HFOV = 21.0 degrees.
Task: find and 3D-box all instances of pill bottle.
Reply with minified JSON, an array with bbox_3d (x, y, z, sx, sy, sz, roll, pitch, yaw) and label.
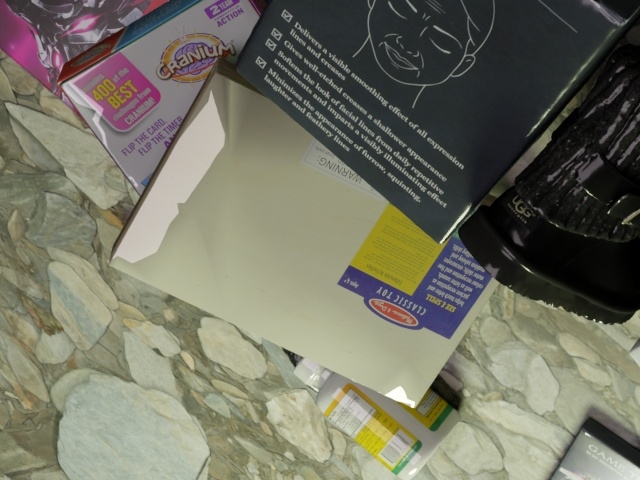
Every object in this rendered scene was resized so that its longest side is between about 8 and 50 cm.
[{"bbox_3d":[0.069,0.206,2.260,0.208,0.117,0.117,39,143,5],"label":"pill bottle"}]

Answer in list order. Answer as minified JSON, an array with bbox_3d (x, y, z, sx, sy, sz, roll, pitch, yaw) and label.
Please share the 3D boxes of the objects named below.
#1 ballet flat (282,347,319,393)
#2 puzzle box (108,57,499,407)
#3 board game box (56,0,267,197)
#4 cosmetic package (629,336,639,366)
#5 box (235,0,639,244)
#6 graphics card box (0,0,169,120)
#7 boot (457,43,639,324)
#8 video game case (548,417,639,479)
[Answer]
[{"bbox_3d":[-0.026,0.140,2.355,0.173,0.057,0.049,54,-178,-12],"label":"ballet flat"},{"bbox_3d":[0.000,0.000,1.965,0.409,0.052,0.272,26,113,-13],"label":"puzzle box"},{"bbox_3d":[-0.109,-0.123,1.967,0.242,0.064,0.316,-28,114,13],"label":"board game box"},{"bbox_3d":[0.438,0.072,1.800,0.085,0.117,0.231,46,144,-4],"label":"cosmetic package"},{"bbox_3d":[0.139,-0.239,1.697,0.293,0.212,0.395,41,143,4],"label":"box"},{"bbox_3d":[-0.257,-0.278,2.045,0.371,0.094,0.233,42,114,4],"label":"graphics card box"},{"bbox_3d":[0.315,-0.050,1.755,0.260,0.348,0.131,-49,64,16],"label":"boot"},{"bbox_3d":[0.374,0.359,2.206,0.196,0.026,0.274,34,141,12],"label":"video game case"}]
